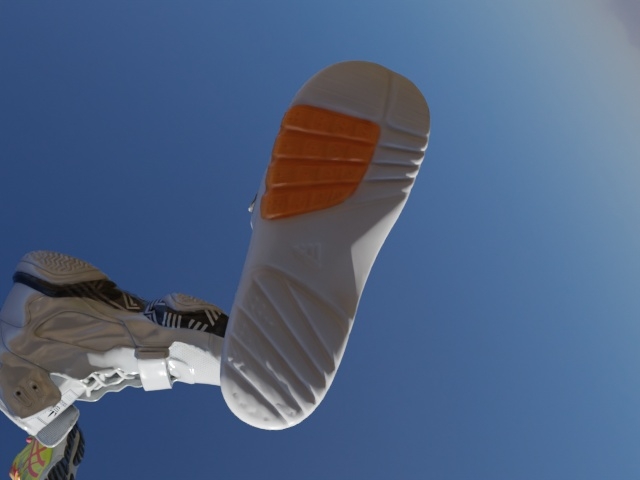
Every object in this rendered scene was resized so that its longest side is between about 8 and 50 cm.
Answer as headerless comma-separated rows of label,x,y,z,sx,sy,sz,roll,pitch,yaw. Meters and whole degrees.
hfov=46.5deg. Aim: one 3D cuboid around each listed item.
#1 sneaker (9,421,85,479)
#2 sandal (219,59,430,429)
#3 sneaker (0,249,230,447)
sneaker,-0.411,0.348,1.087,0.208,0.094,0.081,-101,0,-68
sandal,-0.010,-0.004,0.522,0.102,0.076,0.265,25,-103,-12
sneaker,-0.250,0.161,0.913,0.366,0.137,0.210,19,-119,9
